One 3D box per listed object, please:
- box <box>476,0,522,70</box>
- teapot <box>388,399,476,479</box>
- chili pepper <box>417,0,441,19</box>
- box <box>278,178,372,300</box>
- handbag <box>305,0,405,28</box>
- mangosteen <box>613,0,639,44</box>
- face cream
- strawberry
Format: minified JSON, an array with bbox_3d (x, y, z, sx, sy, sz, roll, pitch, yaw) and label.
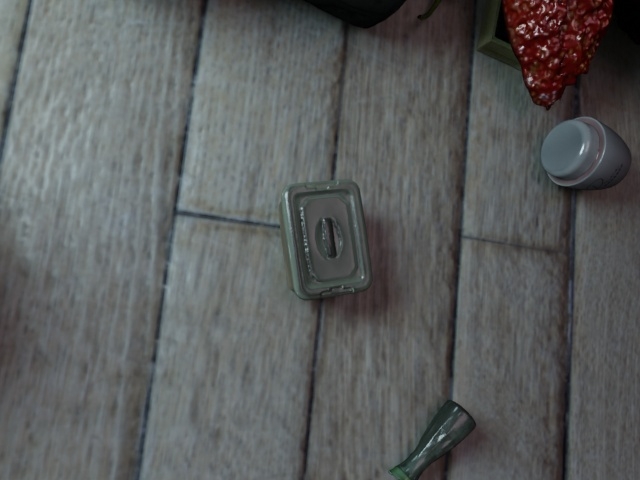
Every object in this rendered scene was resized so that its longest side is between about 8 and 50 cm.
[{"bbox_3d":[0.255,-0.281,0.750,0.079,0.035,0.083,16,79,-17],"label":"box"},{"bbox_3d":[0.125,0.234,0.642,0.110,0.043,0.043,-41,98,-15],"label":"teapot"},{"bbox_3d":[0.177,-0.367,0.703,0.073,0.072,0.204,11,118,-45],"label":"chili pepper"},{"bbox_3d":[0.000,0.000,0.611,0.089,0.062,0.122,-7,87,-20],"label":"box"},{"bbox_3d":[0.023,-0.380,0.605,0.181,0.181,0.255,13,81,-25],"label":"handbag"},{"bbox_3d":[0.529,-0.396,0.695,0.305,0.360,0.306,13,52,-17],"label":"mangosteen"},{"bbox_3d":[0.344,-0.109,0.733,0.095,0.091,0.091,12,79,-26],"label":"face cream"},{"bbox_3d":[0.290,-0.289,0.681,0.174,0.098,0.228,17,83,-36],"label":"strawberry"}]
